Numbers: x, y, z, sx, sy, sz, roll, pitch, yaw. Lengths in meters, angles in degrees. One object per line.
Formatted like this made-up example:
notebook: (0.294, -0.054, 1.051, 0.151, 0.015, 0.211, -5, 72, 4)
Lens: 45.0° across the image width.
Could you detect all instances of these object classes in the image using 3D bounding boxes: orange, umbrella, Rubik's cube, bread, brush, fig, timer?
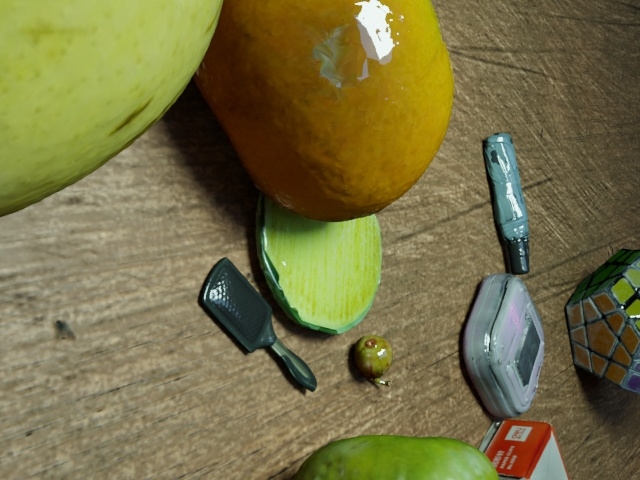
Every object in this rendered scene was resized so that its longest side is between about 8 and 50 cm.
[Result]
orange: (-0.003, -0.184, 0.779, 0.274, 0.274, 0.310, -3, 61, -53)
umbrella: (0.327, -0.064, 1.341, 0.053, 0.052, 0.250, -3, 84, -54)
Rubik's cube: (0.648, 0.166, 1.533, 0.319, 0.319, 0.264, 18, 95, -50)
bread: (0.000, 0.000, 0.912, 0.229, 0.034, 0.228, 17, 68, -48)
brush: (-0.058, 0.099, 0.823, 0.193, 0.016, 0.063, 52, 46, -31)
fig: (0.069, 0.154, 0.957, 0.050, 0.050, 0.083, -61, 144, -40)
timer: (0.299, 0.166, 1.239, 0.190, 0.069, 0.208, 59, 40, -30)
fig: (0.051, 0.332, 0.746, 0.233, 0.233, 0.314, 51, 50, -33)

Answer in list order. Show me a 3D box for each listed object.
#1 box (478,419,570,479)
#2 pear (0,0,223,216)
box: (0.311, 0.382, 1.180, 0.133, 0.099, 0.182, -43, 118, -45)
pear: (-0.226, -0.167, 0.408, 0.348, 0.348, 0.348, 17, 69, -50)
